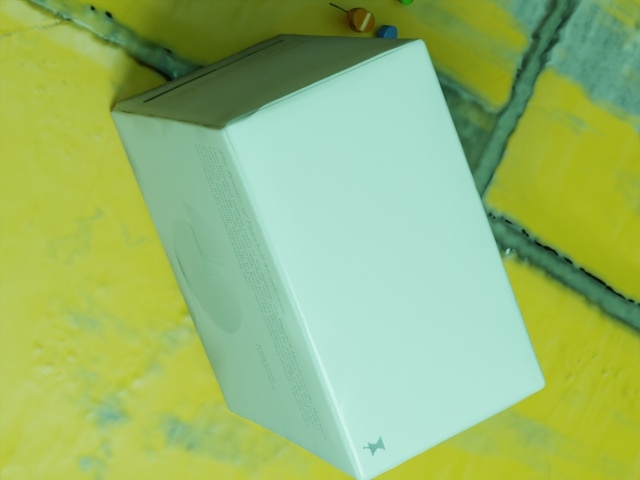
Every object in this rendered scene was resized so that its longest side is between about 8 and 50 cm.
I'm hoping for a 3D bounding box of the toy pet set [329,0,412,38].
[{"bbox_3d":[0.020,-0.206,1.288,0.114,0.065,0.122,23,91,-57],"label":"toy pet set"}]

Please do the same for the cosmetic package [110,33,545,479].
[{"bbox_3d":[0.000,0.000,1.204,0.138,0.224,0.224,-25,105,-17],"label":"cosmetic package"}]
